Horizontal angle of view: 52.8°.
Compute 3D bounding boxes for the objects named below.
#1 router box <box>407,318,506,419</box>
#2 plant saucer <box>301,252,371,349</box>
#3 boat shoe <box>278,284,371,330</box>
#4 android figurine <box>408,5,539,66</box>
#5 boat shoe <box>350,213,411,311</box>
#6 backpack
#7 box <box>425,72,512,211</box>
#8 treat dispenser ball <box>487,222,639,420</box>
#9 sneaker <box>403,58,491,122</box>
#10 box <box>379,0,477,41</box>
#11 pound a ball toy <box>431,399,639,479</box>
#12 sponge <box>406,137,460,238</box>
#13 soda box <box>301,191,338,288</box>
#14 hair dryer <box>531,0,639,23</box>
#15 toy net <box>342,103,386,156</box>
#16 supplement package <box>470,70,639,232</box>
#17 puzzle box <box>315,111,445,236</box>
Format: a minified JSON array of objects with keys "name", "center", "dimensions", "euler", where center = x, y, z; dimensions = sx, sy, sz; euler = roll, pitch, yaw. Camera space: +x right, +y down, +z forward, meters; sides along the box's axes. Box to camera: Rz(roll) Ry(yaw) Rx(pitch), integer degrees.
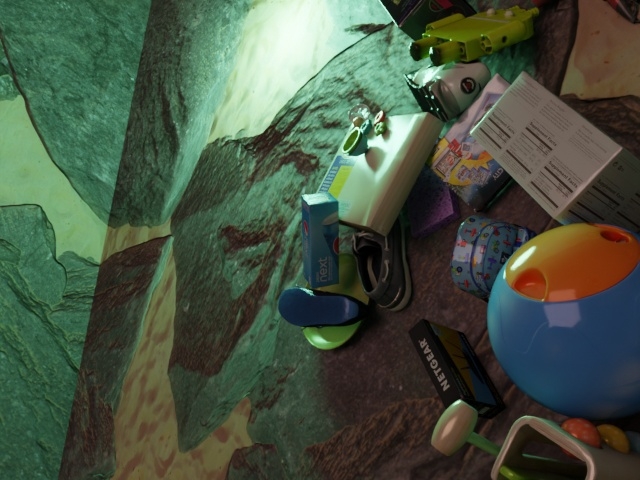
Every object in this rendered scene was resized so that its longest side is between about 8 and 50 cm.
[{"name":"router box","center":[0.250,0.237,1.191],"dimensions":[0.046,0.133,0.179],"euler":[-49,42,24]},{"name":"plant saucer","center":[0.042,0.149,1.561],"dimensions":[0.241,0.037,0.241],"euler":[-26,54,42]},{"name":"boat shoe","center":[0.006,0.168,1.500],"dimensions":[0.258,0.089,0.109],"euler":[9,89,47]},{"name":"android figurine","center":[0.334,-0.442,1.370],"dimensions":[0.273,0.056,0.248],"euler":[-24,30,-11]},{"name":"boat shoe","center":[0.126,0.009,1.477],"dimensions":[0.116,0.099,0.319],"euler":[-40,45,36]},{"name":"backpack","center":[0.322,0.035,1.170],"dimensions":[0.117,0.173,0.158],"euler":[9,79,52]},{"name":"box","center":[0.341,-0.195,1.306],"dimensions":[0.159,0.044,0.233],"euler":[46,112,17]},{"name":"treat dispenser ball","center":[0.394,0.117,0.951],"dimensions":[0.288,0.288,0.288],"euler":[-25,55,41]},{"name":"sneaker","center":[0.285,-0.344,1.424],"dimensions":[0.146,0.122,0.330],"euler":[-35,19,4]},{"name":"box","center":[0.242,-0.599,1.579],"dimensions":[0.143,0.165,0.270],"euler":[-45,44,26]},{"name":"pound a ball toy","center":[0.339,0.297,0.904],"dimensions":[0.208,0.319,0.136],"euler":[30,96,52]},{"name":"sponge","center":[0.245,-0.119,1.453],"dimensions":[0.117,0.031,0.210],"euler":[-31,51,38]},{"name":"soda box","center":[0.000,0.000,1.483],"dimensions":[0.067,0.071,0.210],"euler":[-129,34,-60]},{"name":"hair dryer","center":[0.539,-0.524,1.258],"dimensions":[0.293,0.080,0.224],"euler":[3,76,51]},{"name":"toy net","center":[0.099,-0.287,1.557],"dimensions":[0.122,0.045,0.232],"euler":[-51,23,26]},{"name":"supplement package","center":[0.426,-0.134,1.103],"dimensions":[0.145,0.204,0.262],"euler":[-51,41,22]},{"name":"puzzle box","center":[0.112,-0.160,1.504],"dimensions":[0.272,0.052,0.409],"euler":[-63,21,-2]}]
